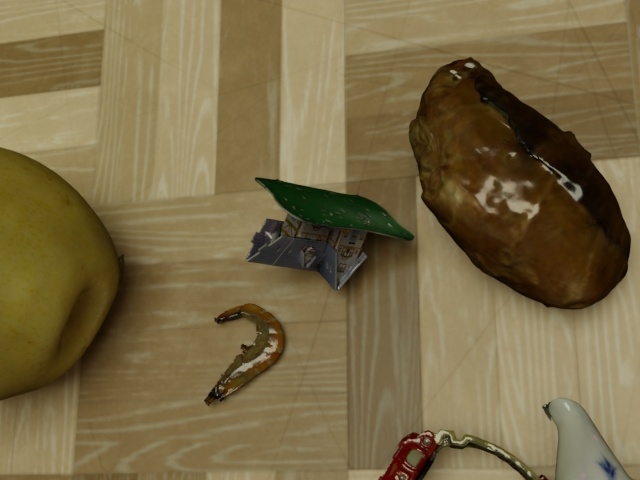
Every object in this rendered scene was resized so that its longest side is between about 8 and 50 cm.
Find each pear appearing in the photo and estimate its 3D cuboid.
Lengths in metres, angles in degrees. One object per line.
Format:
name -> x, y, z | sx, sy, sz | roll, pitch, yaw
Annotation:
pear -> -0.390, 0.042, 1.099 | 0.309, 0.309, 0.309 | -4, 73, 14

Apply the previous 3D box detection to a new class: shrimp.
shrimp -> -0.100, 0.131, 1.130 | 0.091, 0.025, 0.127 | 37, 82, 22

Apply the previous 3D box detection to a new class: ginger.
ginger -> 0.193, -0.067, 1.034 | 0.165, 0.172, 0.321 | -49, 63, 39

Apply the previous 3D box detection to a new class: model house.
model house -> 0.000, 0.000, 1.086 | 0.117, 0.167, 0.088 | 44, 118, 48

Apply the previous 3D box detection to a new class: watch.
watch -> 0.176, 0.296, 0.978 | 0.268, 0.102, 0.164 | 23, 80, 12

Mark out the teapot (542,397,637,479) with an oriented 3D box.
teapot -> 0.348, 0.308, 0.854 | 0.424, 0.280, 0.252 | 42, 131, 5
